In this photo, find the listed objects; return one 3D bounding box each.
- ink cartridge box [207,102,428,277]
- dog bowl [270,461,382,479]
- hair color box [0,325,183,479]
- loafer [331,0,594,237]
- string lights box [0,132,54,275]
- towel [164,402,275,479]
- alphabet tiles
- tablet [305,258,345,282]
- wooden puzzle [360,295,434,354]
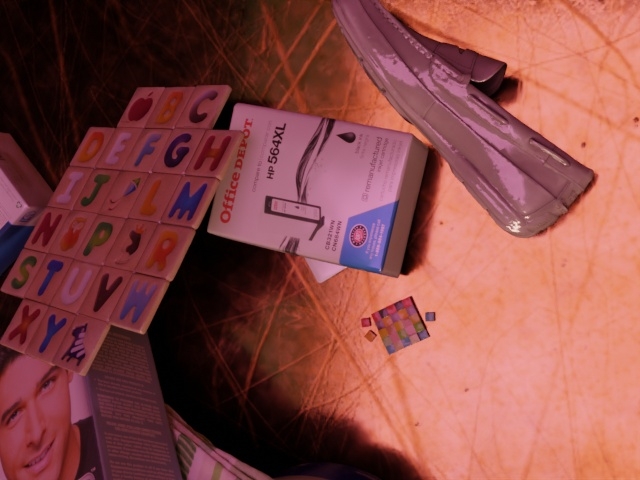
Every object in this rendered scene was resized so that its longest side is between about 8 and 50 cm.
[{"bbox_3d":[-0.004,-0.054,0.950,0.203,0.086,0.148,12,89,19],"label":"ink cartridge box"},{"bbox_3d":[-0.004,0.378,0.952,0.265,0.104,0.264,0,91,21],"label":"dog bowl"},{"bbox_3d":[-0.256,0.244,0.948,0.185,0.114,0.374,-40,50,22],"label":"hair color box"},{"bbox_3d":[0.138,-0.147,0.895,0.111,0.112,0.319,-42,85,11],"label":"loafer"},{"bbox_3d":[-0.464,-0.005,1.130,0.260,0.077,0.133,-42,77,16],"label":"string lights box"},{"bbox_3d":[-0.183,0.310,0.973,0.325,0.038,0.247,23,93,45],"label":"towel"},{"bbox_3d":[-0.225,-0.026,0.969,0.285,0.011,0.342,8,67,44],"label":"alphabet tiles"},{"bbox_3d":[0.000,0.000,0.997,0.054,0.006,0.083,-32,81,17],"label":"tablet"},{"bbox_3d":[0.085,0.093,0.966,0.083,0.006,0.049,-27,82,18],"label":"wooden puzzle"}]
